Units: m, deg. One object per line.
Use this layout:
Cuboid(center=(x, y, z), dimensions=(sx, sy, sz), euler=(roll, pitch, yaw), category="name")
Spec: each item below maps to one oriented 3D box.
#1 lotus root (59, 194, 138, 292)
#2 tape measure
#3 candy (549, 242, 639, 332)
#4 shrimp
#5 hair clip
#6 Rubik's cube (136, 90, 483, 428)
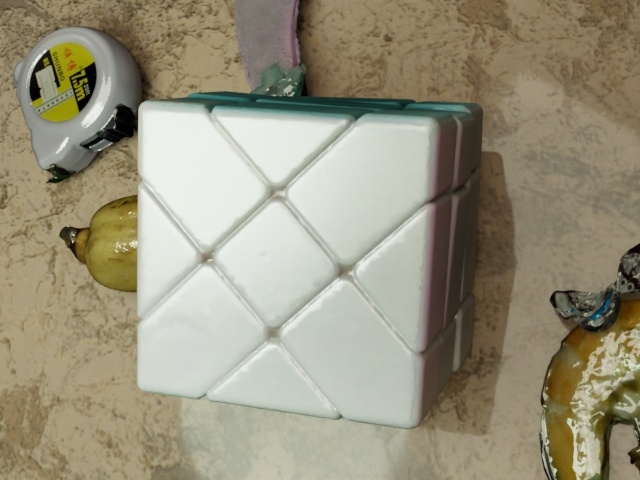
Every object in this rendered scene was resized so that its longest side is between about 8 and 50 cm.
Cuboid(center=(-0.244, 0.004, 1.409), dimensions=(0.221, 0.118, 0.125), euler=(-8, 45, 17), category="lotus root")
Cuboid(center=(-0.330, -0.201, 1.485), dimensions=(0.178, 0.105, 0.196), euler=(-22, 72, 18), category="tape measure")
Cuboid(center=(0.373, 0.027, 1.234), dimensions=(0.226, 0.051, 0.094), euler=(-31, 31, 0), category="candy")
Cuboid(center=(0.427, 0.267, 1.182), dimensions=(0.272, 0.085, 0.445), euler=(-44, 68, 7), category="shrimp")
Cuboid(center=(-0.058, -0.312, 1.444), dimensions=(0.096, 0.110, 0.358), euler=(3, 72, -24), category="hair clip")
Cuboid(center=(0.000, 0.000, 1.194), dimensions=(0.322, 0.316, 0.318), euler=(5, 101, 18), category="Rubik's cube")
